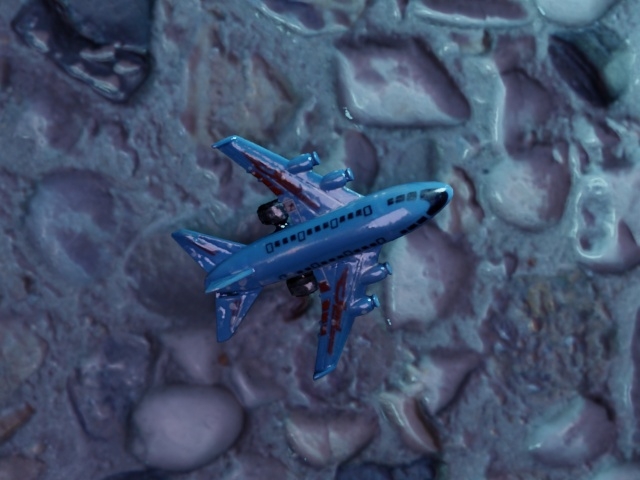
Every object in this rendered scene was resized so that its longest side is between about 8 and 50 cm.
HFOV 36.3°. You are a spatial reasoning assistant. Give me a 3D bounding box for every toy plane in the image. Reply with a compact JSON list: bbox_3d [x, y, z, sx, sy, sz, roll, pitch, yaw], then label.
[{"bbox_3d":[0.000,0.000,0.957,0.271,0.105,0.254,-22,99,2],"label":"toy plane"}]
